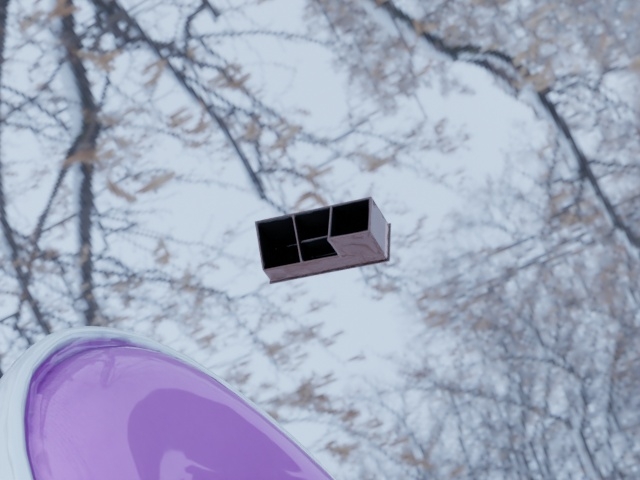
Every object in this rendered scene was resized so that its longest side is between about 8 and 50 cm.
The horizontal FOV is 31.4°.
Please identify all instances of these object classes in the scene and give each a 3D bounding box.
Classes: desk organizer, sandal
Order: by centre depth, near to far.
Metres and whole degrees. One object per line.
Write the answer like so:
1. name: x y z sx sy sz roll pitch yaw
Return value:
1. sandal: 0.060 0.176 0.382 0.416 0.102 0.169 50 -160 -4
2. desk organizer: 0.000 0.000 1.119 0.050 0.130 0.047 54 -148 -46
